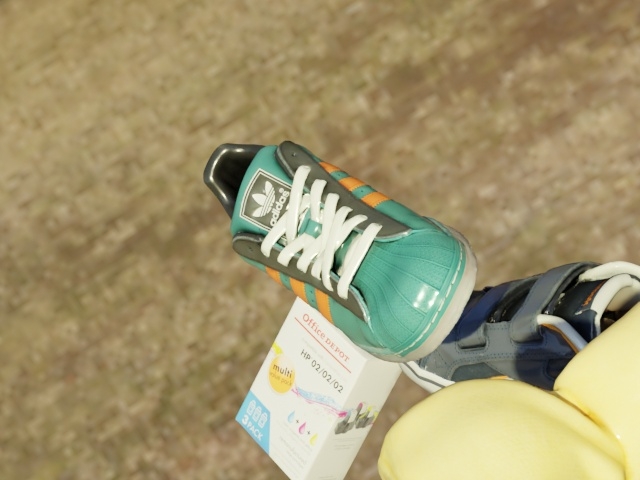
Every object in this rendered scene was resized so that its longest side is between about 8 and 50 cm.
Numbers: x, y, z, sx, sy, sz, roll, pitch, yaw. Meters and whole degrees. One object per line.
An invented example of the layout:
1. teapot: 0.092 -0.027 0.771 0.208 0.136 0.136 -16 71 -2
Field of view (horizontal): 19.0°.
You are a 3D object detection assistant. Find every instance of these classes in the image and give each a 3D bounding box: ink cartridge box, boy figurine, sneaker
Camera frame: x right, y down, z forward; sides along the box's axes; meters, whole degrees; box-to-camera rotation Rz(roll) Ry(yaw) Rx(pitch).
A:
1. ink cartridge box: 0.007 0.119 1.734 0.061 0.104 0.181 2 -58 -47
2. boy figurine: 0.152 0.092 0.847 0.285 0.177 0.092 -15 29 -31
3. sneaker: 0.000 0.000 1.359 0.108 0.121 0.302 -62 26 1
4. sneaker: 0.193 0.073 1.541 0.321 0.127 0.126 13 45 34
